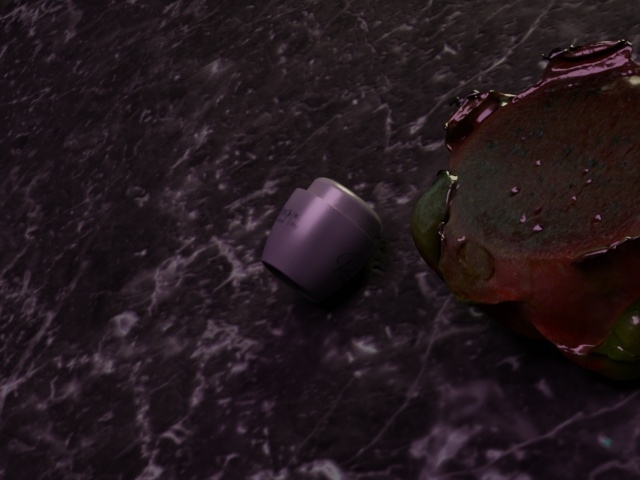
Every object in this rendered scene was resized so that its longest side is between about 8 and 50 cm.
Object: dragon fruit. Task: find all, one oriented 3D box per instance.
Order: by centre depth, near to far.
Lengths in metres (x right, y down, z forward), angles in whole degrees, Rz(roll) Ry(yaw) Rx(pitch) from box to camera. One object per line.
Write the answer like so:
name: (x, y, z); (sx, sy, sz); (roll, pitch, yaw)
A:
dragon fruit: (0.209, -0.033, 0.921); (0.295, 0.130, 0.268); (-8, 43, 37)

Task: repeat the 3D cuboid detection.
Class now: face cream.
face cream: (0.000, 0.000, 1.116); (0.095, 0.091, 0.091); (-52, 35, -9)
